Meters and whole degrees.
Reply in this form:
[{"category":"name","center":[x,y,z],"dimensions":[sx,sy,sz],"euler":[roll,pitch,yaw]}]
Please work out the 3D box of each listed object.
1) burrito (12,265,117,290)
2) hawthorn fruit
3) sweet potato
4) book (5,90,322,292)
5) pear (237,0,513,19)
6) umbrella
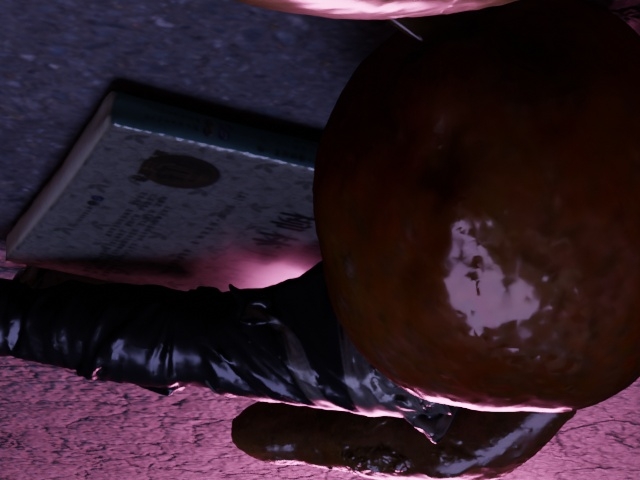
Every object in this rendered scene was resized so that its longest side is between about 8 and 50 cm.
[{"category":"burrito","center":[-0.166,0.041,1.227],"dimensions":[0.118,0.044,0.074],"euler":[16,146,-22]},{"category":"hawthorn fruit","center":[0.085,-0.033,0.833],"dimensions":[0.210,0.210,0.262],"euler":[-6,144,22]},{"category":"sweet potato","center":[0.085,0.164,1.413],"dimensions":[0.354,0.095,0.106],"euler":[-13,111,28]},{"category":"book","center":[0.000,0.000,1.121],"dimensions":[0.379,0.031,0.264],"euler":[12,157,-20]},{"category":"pear","center":[0.012,-0.184,0.347],"dimensions":[0.294,0.294,0.294],"euler":[3,157,1]},{"category":"umbrella","center":[-0.069,0.058,1.135],"dimensions":[0.357,0.106,0.113],"euler":[6,149,13]}]
